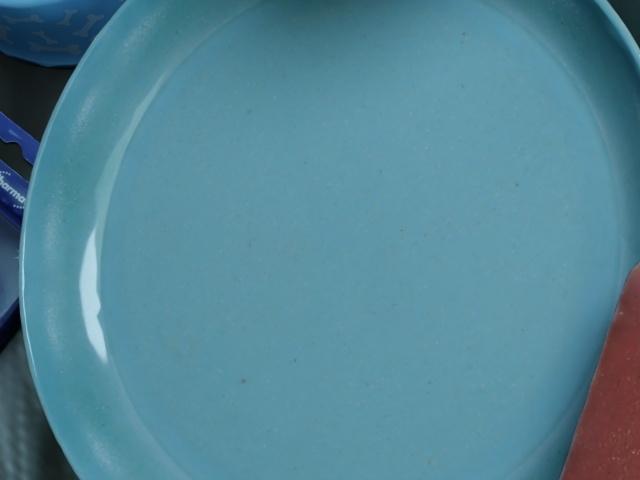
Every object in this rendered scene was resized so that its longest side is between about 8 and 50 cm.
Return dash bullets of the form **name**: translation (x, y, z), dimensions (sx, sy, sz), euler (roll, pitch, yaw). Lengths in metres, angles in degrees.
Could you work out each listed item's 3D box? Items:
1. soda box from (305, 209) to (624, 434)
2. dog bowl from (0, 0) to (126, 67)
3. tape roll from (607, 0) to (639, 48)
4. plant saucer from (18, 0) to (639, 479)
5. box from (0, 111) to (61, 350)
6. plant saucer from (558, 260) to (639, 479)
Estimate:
- **soda box**: translation (0.106, 0.049, 0.463), dimensions (0.216, 0.069, 0.074), euler (15, 89, 26)
- **dog bowl**: translation (-0.126, -0.243, 0.531), dimensions (0.166, 0.074, 0.297), euler (15, 89, 6)
- **tape roll**: translation (0.189, -0.220, 0.451), dimensions (0.246, 0.169, 0.246), euler (0, 86, 5)
- **plant saucer**: translation (0.000, 0.000, 0.457), dimensions (0.318, 0.044, 0.317), euler (-4, 80, 25)
- **box**: translation (-0.235, 0.027, 0.547), dimensions (0.136, 0.036, 0.225), euler (38, 90, 6)
- **plant saucer**: translation (0.197, 0.163, 0.375), dimensions (0.258, 0.048, 0.259), euler (18, 91, -14)
